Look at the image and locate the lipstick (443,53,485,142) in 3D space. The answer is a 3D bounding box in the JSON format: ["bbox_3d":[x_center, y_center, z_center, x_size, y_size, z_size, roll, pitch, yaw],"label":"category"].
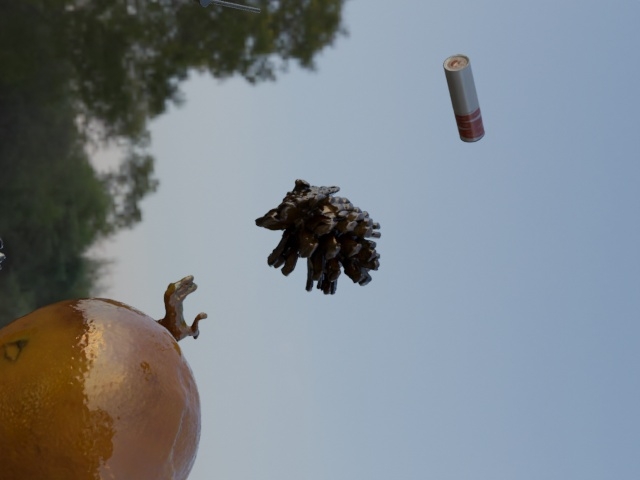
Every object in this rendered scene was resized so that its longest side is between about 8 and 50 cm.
[{"bbox_3d":[0.202,-0.198,1.581,0.038,0.038,0.131,-113,-178,-48],"label":"lipstick"}]

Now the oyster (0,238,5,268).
[{"bbox_3d":[-0.571,-0.003,1.732,0.163,0.081,0.191,50,-25,-26],"label":"oyster"}]

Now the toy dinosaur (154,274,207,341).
[{"bbox_3d":[-0.229,0.144,1.430,0.057,0.212,0.142,48,-15,45],"label":"toy dinosaur"}]

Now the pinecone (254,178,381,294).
[{"bbox_3d":[0.001,-0.004,1.670,0.150,0.195,0.179,-60,178,14],"label":"pinecone"}]

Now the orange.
[{"bbox_3d":[-0.252,0.186,1.175,0.261,0.261,0.261,173,-90,-76],"label":"orange"}]

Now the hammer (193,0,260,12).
[{"bbox_3d":[-0.144,-0.370,1.761,0.035,0.110,0.019,41,-58,57],"label":"hammer"}]
